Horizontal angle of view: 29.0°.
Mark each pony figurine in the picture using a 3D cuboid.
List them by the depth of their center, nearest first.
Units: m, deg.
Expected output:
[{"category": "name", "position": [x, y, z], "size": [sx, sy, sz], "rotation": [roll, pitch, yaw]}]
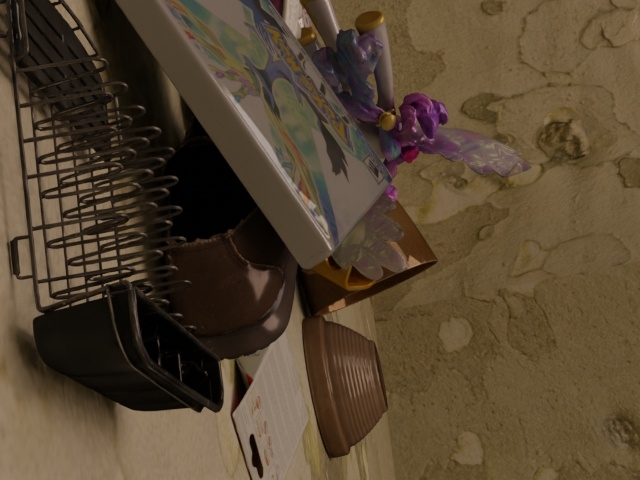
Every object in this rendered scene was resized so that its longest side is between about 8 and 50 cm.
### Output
[{"category": "pony figurine", "position": [0.076, -0.152, 1.749], "size": [0.351, 0.302, 0.364], "rotation": [41, -22, 56]}]

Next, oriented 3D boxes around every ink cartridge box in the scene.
[{"category": "ink cartridge box", "position": [-0.067, 0.192, 1.351], "size": [0.179, 0.045, 0.145], "rotation": [-60, 142, -55]}]

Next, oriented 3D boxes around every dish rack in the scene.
[{"category": "dish rack", "position": [-0.134, -0.029, 0.786], "size": [0.208, 0.074, 0.272], "rotation": [66, 13, -72]}]

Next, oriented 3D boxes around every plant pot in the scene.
[{"category": "plant pot", "position": [0.048, 0.233, 2.058], "size": [0.237, 0.109, 0.237], "rotation": [-13, 90, -85]}, {"category": "plant pot", "position": [0.044, -0.029, 2.134], "size": [0.237, 0.237, 0.254], "rotation": [46, 20, -81]}]

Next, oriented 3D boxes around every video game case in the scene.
[{"category": "video game case", "position": [-0.061, -0.151, 1.129], "size": [0.329, 0.036, 0.300], "rotation": [55, 19, -5]}]

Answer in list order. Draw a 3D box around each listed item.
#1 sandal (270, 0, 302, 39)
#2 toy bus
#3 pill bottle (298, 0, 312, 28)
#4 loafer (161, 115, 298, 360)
[{"category": "sandal", "position": [-0.106, -0.400, 1.671], "size": [0.102, 0.169, 0.416], "rotation": [19, 54, -51]}, {"category": "toy bus", "position": [0.005, 0.005, 1.956], "size": [0.202, 0.190, 0.104], "rotation": [-101, -153, -73]}, {"category": "pill bottle", "position": [-0.069, -0.301, 1.890], "size": [0.121, 0.121, 0.216], "rotation": [-75, 153, -79]}, {"category": "loafer", "position": [-0.076, -0.051, 1.140], "size": [0.366, 0.133, 0.130], "rotation": [-95, 172, -55]}]
